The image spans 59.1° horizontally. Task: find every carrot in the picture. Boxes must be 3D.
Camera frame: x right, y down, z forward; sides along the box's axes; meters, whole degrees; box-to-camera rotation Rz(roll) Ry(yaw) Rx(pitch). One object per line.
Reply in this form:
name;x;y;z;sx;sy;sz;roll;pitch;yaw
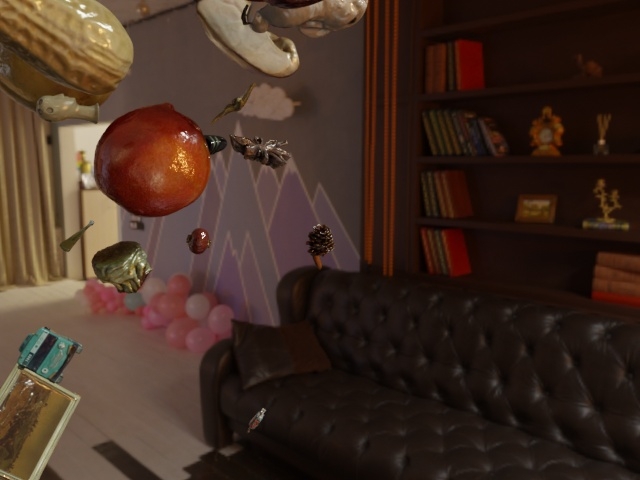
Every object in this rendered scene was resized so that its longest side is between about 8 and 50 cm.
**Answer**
carrot;-0.018;0.051;2.152;0.037;0.190;0.037;-4;50;4

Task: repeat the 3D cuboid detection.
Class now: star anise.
star anise;-0.200;-0.306;1.933;0.230;0.081;0.262;24;21;20

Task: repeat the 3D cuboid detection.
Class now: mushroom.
mushroom;-0.246;-0.698;2.056;0.224;0.397;0.314;-39;-8;-10

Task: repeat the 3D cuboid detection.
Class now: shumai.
shumai;-0.638;0.094;1.824;0.184;0.142;0.184;-6;29;3

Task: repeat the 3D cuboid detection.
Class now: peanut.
peanut;-0.437;-0.350;0.858;0.313;0.152;0.152;31;-12;-34

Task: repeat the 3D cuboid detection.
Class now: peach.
peach;-0.522;-0.249;1.780;0.372;0.373;0.290;2;-19;19

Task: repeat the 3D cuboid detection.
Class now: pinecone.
pinecone;0.004;0.001;1.876;0.102;0.109;0.102;14;30;-8

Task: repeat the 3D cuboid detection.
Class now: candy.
candy;-0.158;0.442;1.389;0.020;0.083;0.030;35;23;-4

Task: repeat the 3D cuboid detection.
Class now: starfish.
starfish;-0.309;-0.480;2.012;0.217;0.050;0.223;-38;13;-10

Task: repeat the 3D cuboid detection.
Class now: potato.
potato;-0.921;-0.601;1.918;0.442;0.319;0.385;36;38;-3

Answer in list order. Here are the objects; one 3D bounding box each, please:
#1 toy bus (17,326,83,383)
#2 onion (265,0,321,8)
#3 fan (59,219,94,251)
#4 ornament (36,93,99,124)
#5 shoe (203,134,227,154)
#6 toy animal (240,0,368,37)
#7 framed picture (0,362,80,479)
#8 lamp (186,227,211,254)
toy bus;-0.492;0.203;1.019;0.091;0.079;0.160;34;-19;-17
onion;-0.071;-0.574;1.100;0.207;0.216;0.206;-29;-6;18
fan;-0.824;-0.021;1.921;0.038;0.016;0.193;40;27;-13
ornament;-0.696;-0.361;1.552;0.156;0.081;0.075;2;27;-31
shoe;-0.401;-0.325;1.950;0.179;0.071;0.049;1;44;-41
toy animal;-0.036;-0.695;1.651;0.357;0.194;0.258;4;-36;-46
framed picture;-0.731;0.458;1.395;0.014;0.197;0.252;-20;39;36
lamp;-0.458;0.002;2.122;0.090;0.101;0.101;13;2;-23
